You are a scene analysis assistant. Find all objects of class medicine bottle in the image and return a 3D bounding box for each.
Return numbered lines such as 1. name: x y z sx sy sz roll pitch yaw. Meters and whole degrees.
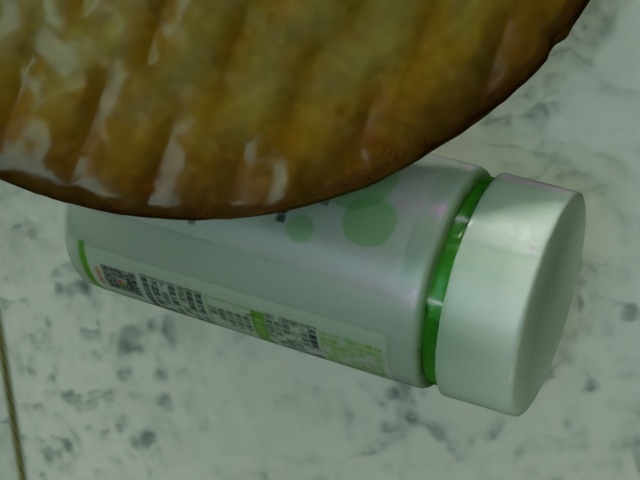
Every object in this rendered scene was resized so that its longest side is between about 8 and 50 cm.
1. medicine bottle: 0.000 0.000 0.494 0.183 0.086 0.086 16 108 20

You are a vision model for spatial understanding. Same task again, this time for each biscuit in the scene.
1. biscuit: -0.041 -0.164 0.430 0.318 0.040 0.318 0 94 -3
